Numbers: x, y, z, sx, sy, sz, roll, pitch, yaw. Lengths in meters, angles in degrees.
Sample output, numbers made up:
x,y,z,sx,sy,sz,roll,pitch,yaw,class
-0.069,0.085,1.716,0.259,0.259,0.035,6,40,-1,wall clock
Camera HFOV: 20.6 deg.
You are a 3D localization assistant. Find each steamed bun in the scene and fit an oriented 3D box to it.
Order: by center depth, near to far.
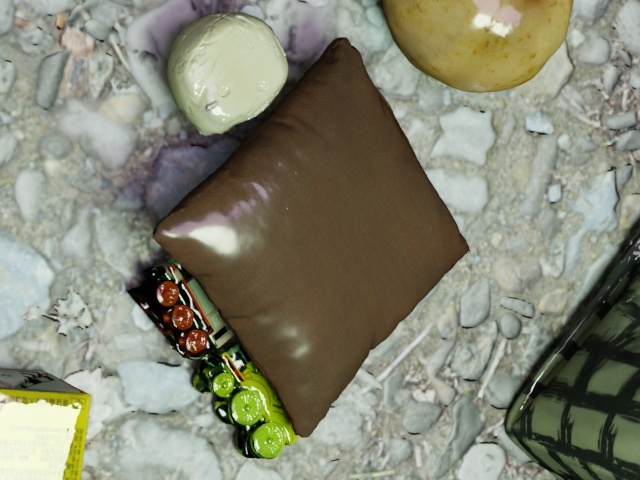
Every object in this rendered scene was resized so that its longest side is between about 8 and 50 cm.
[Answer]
x,y,z,sx,sy,sz,roll,pitch,yaw,class
-0.103,-0.173,1.783,0.130,0.091,0.112,-44,110,-26,steamed bun

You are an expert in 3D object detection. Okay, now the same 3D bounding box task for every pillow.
x,y,z,sx,sy,sz,roll,pitch,yaw,class
0.000,0.000,1.819,0.305,0.108,0.308,-48,123,-23,pillow

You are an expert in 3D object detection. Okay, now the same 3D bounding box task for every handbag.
x,y,z,sx,sy,sz,roll,pitch,yaw,class
0.401,0.143,1.929,0.162,0.325,0.327,39,78,-26,handbag

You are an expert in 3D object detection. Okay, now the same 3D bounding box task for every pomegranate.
x,y,z,sx,sy,sz,roll,pitch,yaw,class
0.165,-0.252,1.853,0.207,0.207,0.207,-3,96,-26,pomegranate

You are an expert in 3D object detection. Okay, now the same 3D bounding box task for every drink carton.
x,y,z,sx,sy,sz,roll,pitch,yaw,class
-0.312,0.306,1.692,0.111,0.154,0.351,7,92,-26,drink carton

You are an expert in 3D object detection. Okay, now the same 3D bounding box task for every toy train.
x,y,z,sx,sy,sz,roll,pitch,yaw,class
-0.106,0.121,1.834,0.085,0.053,0.250,-43,111,-26,toy train
